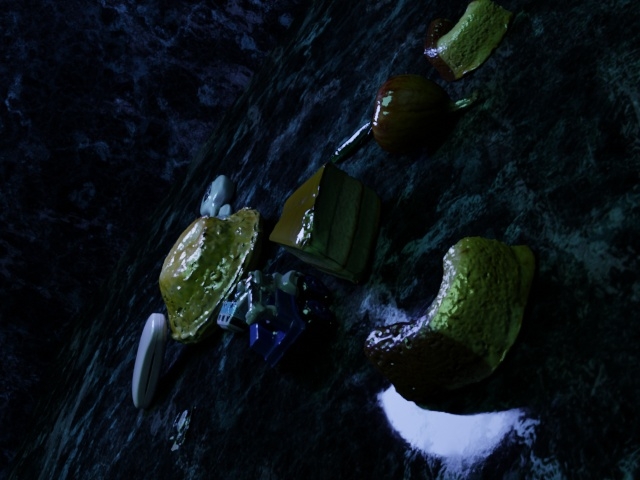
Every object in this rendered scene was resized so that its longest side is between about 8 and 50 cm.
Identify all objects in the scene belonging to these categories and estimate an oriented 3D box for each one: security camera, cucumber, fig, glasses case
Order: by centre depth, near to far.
[{"bbox_3d":[0.193,-0.259,1.546,0.202,0.148,0.149,-19,59,-2],"label":"fig"},{"bbox_3d":[0.079,-0.235,1.911,0.184,0.033,0.036,-37,54,46],"label":"cucumber"},{"bbox_3d":[-0.485,0.344,2.221,0.113,0.075,0.297,-112,34,-59],"label":"glasses case"},{"bbox_3d":[-0.362,-0.105,2.690,0.157,0.080,0.301,-47,26,27],"label":"security camera"}]

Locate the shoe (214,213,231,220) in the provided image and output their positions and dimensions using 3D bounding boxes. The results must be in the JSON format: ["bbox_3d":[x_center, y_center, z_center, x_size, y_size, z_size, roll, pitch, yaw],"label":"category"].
[{"bbox_3d":[-0.377,-0.011,2.524,0.251,0.100,0.103,-37,46,36],"label":"shoe"}]

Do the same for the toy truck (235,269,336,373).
[{"bbox_3d":[-0.087,0.142,1.544,0.161,0.177,0.213,-52,22,19],"label":"toy truck"}]

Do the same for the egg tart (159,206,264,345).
[{"bbox_3d":[-0.322,0.078,2.178,0.443,0.178,0.443,-45,24,27],"label":"egg tart"}]

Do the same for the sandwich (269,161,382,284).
[{"bbox_3d":[-0.001,0.000,1.585,0.198,0.155,0.227,-40,27,45],"label":"sandwich"}]

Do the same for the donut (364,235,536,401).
[{"bbox_3d":[0.169,0.124,1.071,0.295,0.112,0.151,-52,19,21],"label":"donut"}]

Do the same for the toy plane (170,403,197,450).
[{"bbox_3d":[-0.331,0.450,1.878,0.049,0.031,0.121,-20,39,47],"label":"toy plane"}]

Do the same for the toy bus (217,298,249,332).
[{"bbox_3d":[-0.210,0.189,1.931,0.123,0.060,0.075,-8,58,67],"label":"toy bus"}]

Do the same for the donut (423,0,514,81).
[{"bbox_3d":[0.285,-0.412,1.610,0.217,0.085,0.141,-16,46,59],"label":"donut"}]
